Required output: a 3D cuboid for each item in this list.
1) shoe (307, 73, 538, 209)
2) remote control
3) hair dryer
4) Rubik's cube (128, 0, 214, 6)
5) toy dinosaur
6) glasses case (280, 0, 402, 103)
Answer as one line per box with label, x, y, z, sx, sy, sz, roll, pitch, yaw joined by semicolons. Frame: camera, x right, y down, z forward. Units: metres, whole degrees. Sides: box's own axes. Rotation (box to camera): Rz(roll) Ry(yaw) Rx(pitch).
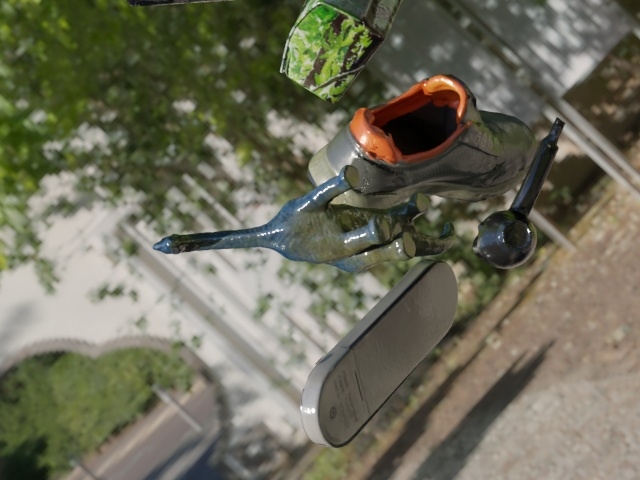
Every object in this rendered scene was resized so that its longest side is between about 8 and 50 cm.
shoe;0.151;-0.136;1.675;0.336;0.132;0.171;-13;-31;-36
remote control;0.057;0.095;1.226;0.022;0.077;0.245;3;31;36
hair dryer;0.106;-0.024;0.724;0.083;0.031;0.079;-62;3;-3
Rubik's cube;-0.179;-0.362;1.176;0.305;0.307;0.310;-20;-62;-54
toy dinosaur;0.000;0.000;1.240;0.188;0.075;0.247;-17;-16;36
glasses case;0.046;-0.237;1.069;0.095;0.062;0.272;-48;16;54
